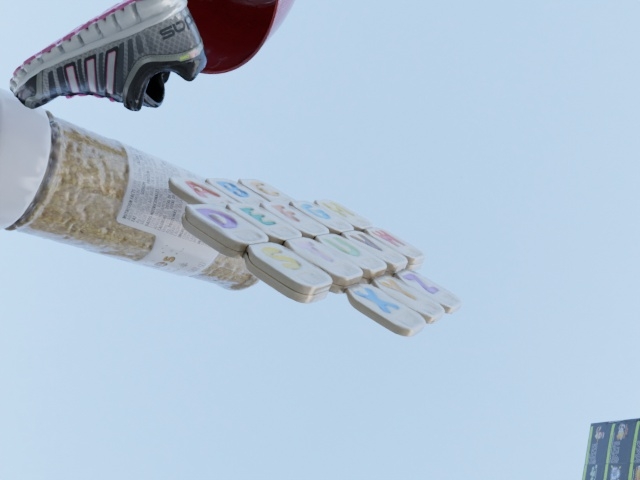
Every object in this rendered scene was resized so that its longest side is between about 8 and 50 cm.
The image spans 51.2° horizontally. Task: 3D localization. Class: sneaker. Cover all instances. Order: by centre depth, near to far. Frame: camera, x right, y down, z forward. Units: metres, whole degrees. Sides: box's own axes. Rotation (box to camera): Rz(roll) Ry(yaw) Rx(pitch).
[{"bbox_3d":[-0.152,-0.122,0.485,0.170,0.063,0.075,-18,-61,25],"label":"sneaker"}]

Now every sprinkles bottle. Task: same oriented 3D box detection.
[{"bbox_3d":[-0.196,-0.036,0.691,0.121,0.355,0.121,-13,-111,35],"label":"sprinkles bottle"}]

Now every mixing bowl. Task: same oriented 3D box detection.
[{"bbox_3d":[-0.081,-0.246,0.578,0.181,0.098,0.181,18,-55,28],"label":"mixing bowl"}]

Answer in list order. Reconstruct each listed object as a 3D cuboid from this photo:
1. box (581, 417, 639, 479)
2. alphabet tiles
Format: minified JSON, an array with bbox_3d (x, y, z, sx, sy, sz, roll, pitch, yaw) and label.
[{"bbox_3d":[0.392,0.318,0.830,0.045,0.184,0.191,21,-113,-4],"label":"box"},{"bbox_3d":[0.000,0.000,0.653,0.278,0.284,0.021,31,-72,23],"label":"alphabet tiles"}]
